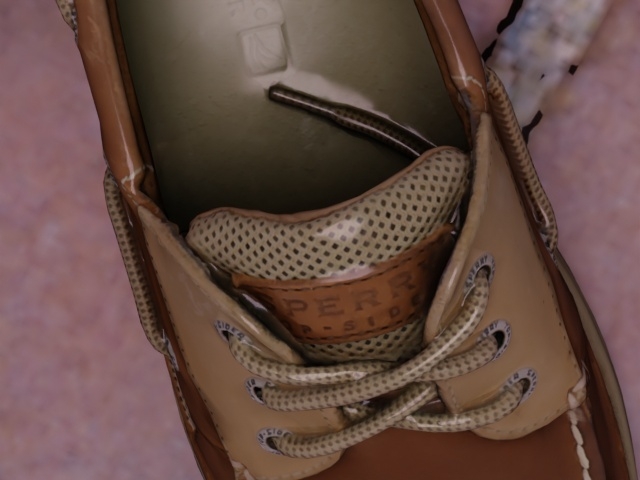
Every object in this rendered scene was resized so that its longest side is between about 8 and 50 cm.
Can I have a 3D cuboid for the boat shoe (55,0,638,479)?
[{"bbox_3d":[0.000,0.000,0.468,0.123,0.120,0.324,-20,100,6],"label":"boat shoe"}]
